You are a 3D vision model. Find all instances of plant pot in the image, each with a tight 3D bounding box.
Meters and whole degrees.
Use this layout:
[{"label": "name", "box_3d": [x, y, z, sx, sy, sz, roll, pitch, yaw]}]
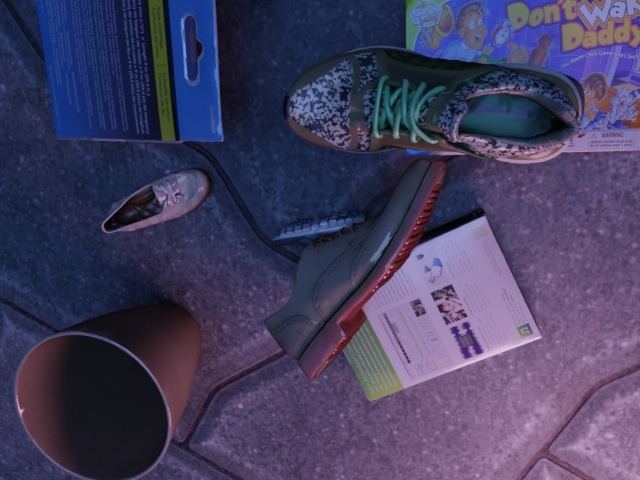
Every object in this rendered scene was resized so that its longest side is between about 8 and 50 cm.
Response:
[{"label": "plant pot", "box_3d": [-0.318, 0.220, 0.920, 0.256, 0.274, 0.257, 3, 105, 10]}]

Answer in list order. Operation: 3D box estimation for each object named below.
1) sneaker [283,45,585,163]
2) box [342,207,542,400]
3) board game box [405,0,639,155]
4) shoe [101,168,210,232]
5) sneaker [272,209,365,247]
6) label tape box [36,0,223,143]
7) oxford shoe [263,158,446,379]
[{"label": "sneaker", "box_3d": [0.143, -0.176, 0.691, 0.410, 0.182, 0.158, 3, 106, 10]}, {"label": "box", "box_3d": [0.176, 0.117, 0.915, 0.321, 0.058, 0.232, -25, 99, 15]}, {"label": "board game box", "box_3d": [0.299, -0.248, 0.779, 0.346, 0.078, 0.234, 0, 105, 11]}, {"label": "shoe", "box_3d": [-0.296, -0.064, 0.952, 0.219, 0.058, 0.077, -22, 100, 16]}, {"label": "sneaker", "box_3d": [0.000, 0.000, 0.914, 0.166, 0.065, 0.076, -9, 107, 14]}, {"label": "label tape box", "box_3d": [-0.266, -0.280, 0.812, 0.347, 0.115, 0.249, 6, 107, 26]}, {"label": "oxford shoe", "box_3d": [0.044, 0.026, 0.825, 0.146, 0.140, 0.397, 37, 102, 15]}]
